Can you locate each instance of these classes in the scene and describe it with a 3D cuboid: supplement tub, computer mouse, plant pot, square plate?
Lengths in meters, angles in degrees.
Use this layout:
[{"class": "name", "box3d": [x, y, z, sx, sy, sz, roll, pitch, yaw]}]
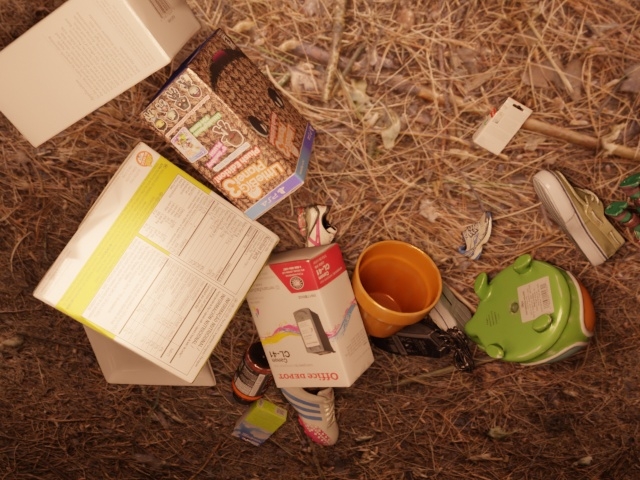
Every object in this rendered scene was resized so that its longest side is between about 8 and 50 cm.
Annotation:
[{"class": "supplement tub", "box3d": [-0.191, 0.387, 1.673, 0.106, 0.106, 0.198, 21, 126, -9]}, {"class": "computer mouse", "box3d": [0.262, 0.252, 1.515, 0.272, 0.072, 0.188, 4, 142, 28]}, {"class": "plant pot", "box3d": [0.164, 0.135, 1.406, 0.205, 0.205, 0.188, 13, 142, -3]}, {"class": "square plate", "box3d": [-0.488, 0.283, 1.666, 0.344, 0.049, 0.347, 0, 126, 6]}]

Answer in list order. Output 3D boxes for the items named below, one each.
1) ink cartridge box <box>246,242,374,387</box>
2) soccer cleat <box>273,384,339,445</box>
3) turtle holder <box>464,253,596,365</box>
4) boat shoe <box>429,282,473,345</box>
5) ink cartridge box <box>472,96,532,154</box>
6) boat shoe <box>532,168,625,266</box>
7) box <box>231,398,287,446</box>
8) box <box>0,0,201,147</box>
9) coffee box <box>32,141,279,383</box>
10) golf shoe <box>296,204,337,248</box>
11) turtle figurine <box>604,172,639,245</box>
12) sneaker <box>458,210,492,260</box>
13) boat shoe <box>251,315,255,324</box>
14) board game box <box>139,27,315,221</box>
[{"class": "ink cartridge box", "box3d": [-0.033, 0.177, 1.352, 0.226, 0.131, 0.306, -11, 101, 36]}, {"class": "soccer cleat", "box3d": [-0.005, 0.486, 1.715, 0.143, 0.116, 0.331, -22, 120, 21]}, {"class": "turtle holder", "box3d": [0.494, 0.199, 1.376, 0.227, 0.243, 0.320, 18, 118, -27]}, {"class": "boat shoe", "box3d": [0.322, 0.185, 1.495, 0.076, 0.083, 0.226, -3, 131, 44]}, {"class": "ink cartridge box", "box3d": [0.372, -0.238, 1.199, 0.063, 0.029, 0.115, 26, 124, -12]}, {"class": "boat shoe", "box3d": [0.564, -0.063, 1.273, 0.094, 0.109, 0.302, -40, 123, 12]}, {"class": "box", "box3d": [-0.194, 0.576, 1.848, 0.109, 0.042, 0.178, 30, 124, -14]}, {"class": "box", "box3d": [-0.429, -0.356, 1.090, 0.345, 0.215, 0.168, -23, 121, 22]}, {"class": "coffee box", "box3d": [-0.347, 0.057, 1.230, 0.334, 0.338, 0.338, 34, 164, -17]}, {"class": "golf shoe", "box3d": [0.000, 0.000, 1.391, 0.086, 0.067, 0.186, -7, 125, 10]}, {"class": "turtle figurine", "box3d": [0.723, -0.026, 1.245, 0.234, 0.175, 0.118, 38, 146, -9]}, {"class": "sneaker", "box3d": [0.357, -0.012, 1.353, 0.058, 0.052, 0.135, 14, 126, 1]}, {"class": "boat shoe", "box3d": [-0.017, 0.203, 1.518, 0.320, 0.103, 0.118, 12, 126, -2]}, {"class": "board game box", "box3d": [-0.165, -0.228, 1.143, 0.141, 0.232, 0.291, -34, 117, 27]}]
